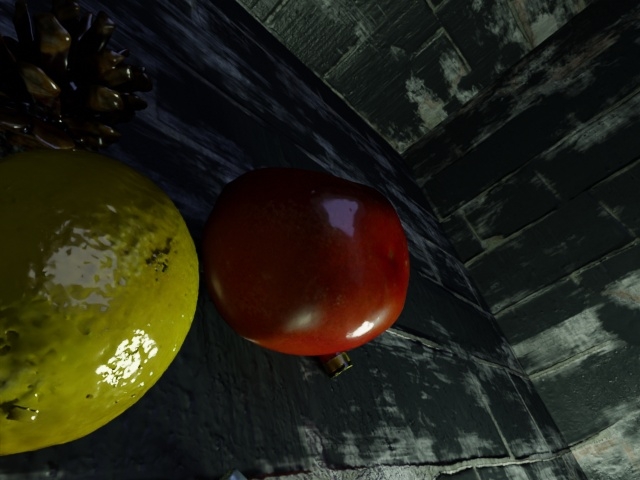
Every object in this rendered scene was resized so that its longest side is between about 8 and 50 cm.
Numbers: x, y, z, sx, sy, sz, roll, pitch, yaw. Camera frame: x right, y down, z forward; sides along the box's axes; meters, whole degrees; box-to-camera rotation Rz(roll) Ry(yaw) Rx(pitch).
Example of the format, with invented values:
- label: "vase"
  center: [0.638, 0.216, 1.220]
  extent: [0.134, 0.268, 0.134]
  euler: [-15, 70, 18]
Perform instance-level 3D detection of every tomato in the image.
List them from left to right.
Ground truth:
- label: "tomato"
  center: [-0.018, 0.027, 0.664]
  extent: [0.325, 0.290, 0.292]
  euler: [11, 74, -52]

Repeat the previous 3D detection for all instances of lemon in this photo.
- label: "lemon"
  center: [-0.225, 0.040, 0.363]
  extent: [0.236, 0.236, 0.262]
  euler: [30, 52, -41]

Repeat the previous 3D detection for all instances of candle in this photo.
- label: "candle"
  center: [0.006, 0.191, 0.786]
  extent: [0.130, 0.052, 0.052]
  euler: [57, 24, 16]

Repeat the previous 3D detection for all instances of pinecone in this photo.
- label: "pinecone"
  center: [-0.341, -0.212, 0.548]
  extent: [0.202, 0.201, 0.229]
  euler: [53, -6, -35]

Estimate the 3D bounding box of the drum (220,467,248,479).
- label: "drum"
  center: [-0.019, 0.371, 0.491]
  extent: [0.253, 0.049, 0.130]
  euler: [60, 25, 15]
